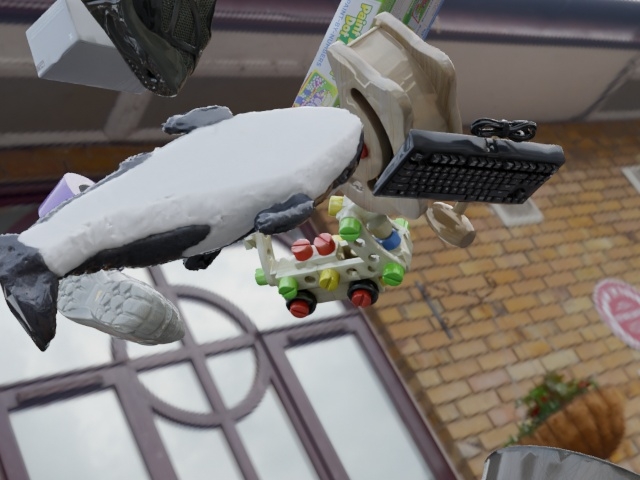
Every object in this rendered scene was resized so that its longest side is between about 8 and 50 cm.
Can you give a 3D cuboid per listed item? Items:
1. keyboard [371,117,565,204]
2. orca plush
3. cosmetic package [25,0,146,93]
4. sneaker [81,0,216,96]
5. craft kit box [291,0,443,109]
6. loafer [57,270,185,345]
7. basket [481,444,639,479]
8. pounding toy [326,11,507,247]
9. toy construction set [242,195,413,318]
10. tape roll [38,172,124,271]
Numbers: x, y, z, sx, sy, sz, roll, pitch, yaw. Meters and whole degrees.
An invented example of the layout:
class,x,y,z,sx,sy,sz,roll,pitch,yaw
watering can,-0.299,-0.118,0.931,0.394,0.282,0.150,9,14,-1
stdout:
class,x,y,z,sx,sy,sz,roll,pitch,yaw
keyboard,0.142,-0.067,0.807,0.180,0.023,0.108,1,-41,-33
orca plush,-0.086,-0.003,0.645,0.287,0.151,0.102,-40,-34,-38
cosmetic package,-0.386,-0.345,1.622,0.127,0.107,0.238,-29,-20,32
sneaker,-0.194,-0.286,1.020,0.130,0.087,0.227,-58,-43,-27
craft kit box,0.072,-0.257,1.201,0.249,0.061,0.247,-64,-13,11
loafer,-0.327,0.105,1.445,0.111,0.319,0.112,39,-103,-37
basket,0.194,0.315,0.766,0.227,0.204,0.154,-56,-42,-34
pounding toy,0.097,-0.123,0.976,0.155,0.154,0.269,-38,-44,-23
toy construction set,0.000,0.000,1.342,0.328,0.151,0.215,0,-45,31
tape roll,-0.407,-0.033,1.637,0.080,0.189,0.189,-50,-29,7
